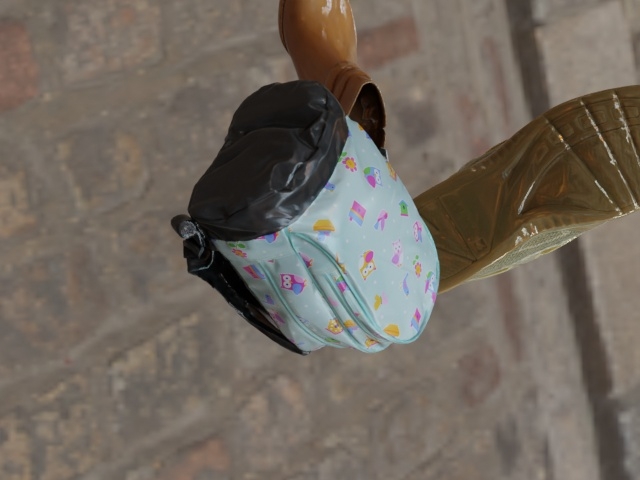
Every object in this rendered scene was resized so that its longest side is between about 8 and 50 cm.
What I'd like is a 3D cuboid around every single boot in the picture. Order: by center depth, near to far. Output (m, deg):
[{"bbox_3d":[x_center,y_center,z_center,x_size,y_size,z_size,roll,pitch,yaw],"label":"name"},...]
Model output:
[{"bbox_3d":[0.167,-0.035,1.335,0.095,0.262,0.203,61,3,4],"label":"boot"},{"bbox_3d":[0.018,-0.150,1.527,0.073,0.152,0.197,-11,103,-11],"label":"boot"}]

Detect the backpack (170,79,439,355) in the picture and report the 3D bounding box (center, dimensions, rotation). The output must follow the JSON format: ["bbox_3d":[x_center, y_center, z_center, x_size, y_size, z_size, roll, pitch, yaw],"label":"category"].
[{"bbox_3d":[0.000,0.000,1.158,0.152,0.115,0.182,-58,133,-32],"label":"backpack"}]
